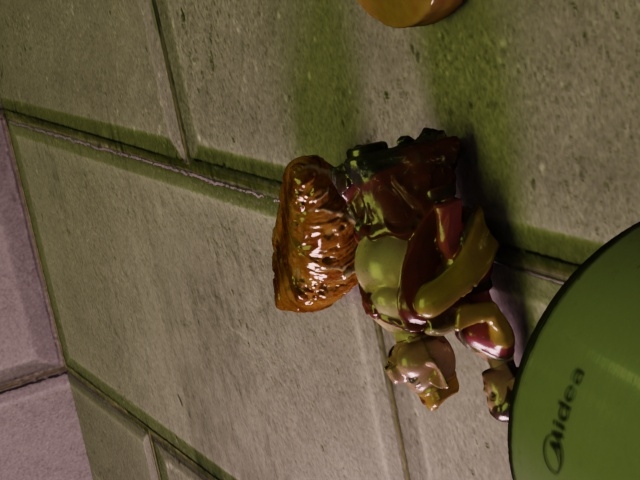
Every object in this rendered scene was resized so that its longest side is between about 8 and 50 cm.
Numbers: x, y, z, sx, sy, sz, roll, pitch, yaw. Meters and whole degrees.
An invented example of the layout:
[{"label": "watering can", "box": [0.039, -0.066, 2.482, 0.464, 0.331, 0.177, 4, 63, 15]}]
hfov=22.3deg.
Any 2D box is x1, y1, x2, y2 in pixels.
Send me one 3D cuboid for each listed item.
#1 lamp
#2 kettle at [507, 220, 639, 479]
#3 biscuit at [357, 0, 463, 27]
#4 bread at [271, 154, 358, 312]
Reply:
[{"label": "lamp", "box": [0.086, 0.042, 1.237, 0.118, 0.118, 0.253, -11, 94, 68]}, {"label": "kettle", "box": [0.274, 0.078, 0.690, 0.377, 0.250, 0.361, 34, 115, 62]}, {"label": "biscuit", "box": [0.038, -0.326, 1.164, 0.275, 0.052, 0.355, 40, 140, 54]}, {"label": "bread", "box": [0.000, 0.000, 1.458, 0.233, 0.076, 0.105, 97, 161, -59]}]
